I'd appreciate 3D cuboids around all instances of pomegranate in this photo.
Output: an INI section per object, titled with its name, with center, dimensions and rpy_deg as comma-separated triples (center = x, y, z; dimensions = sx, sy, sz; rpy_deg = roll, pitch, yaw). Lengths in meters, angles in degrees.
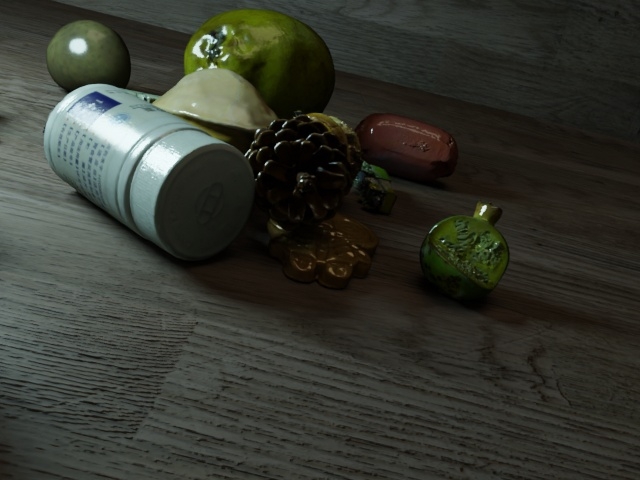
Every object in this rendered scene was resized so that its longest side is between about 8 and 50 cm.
[pomegranate]
center = 0.242, 0.021, 1.103
dimensions = 0.143, 0.122, 0.169
rpy_deg = 23, 63, 10

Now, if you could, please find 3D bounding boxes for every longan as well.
[longan]
center = -0.591, -0.465, 1.701
dimensions = 0.220, 0.197, 0.196
rpy_deg = 22, 24, 12

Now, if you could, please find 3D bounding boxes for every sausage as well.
[sausage]
center = 0.212, -0.234, 1.667
dimensions = 0.279, 0.152, 0.152
rpy_deg = 16, 23, 5

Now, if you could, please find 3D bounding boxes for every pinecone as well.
[pinecone]
center = -0.036, -0.104, 1.079
dimensions = 0.185, 0.168, 0.212
rpy_deg = 37, 22, -20

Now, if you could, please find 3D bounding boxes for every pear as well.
[pear]
center = -0.144, -0.394, 1.609
dimensions = 0.352, 0.352, 0.413
rpy_deg = 25, 18, 26

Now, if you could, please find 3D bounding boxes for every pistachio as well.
[pistachio]
center = -0.198, -0.209, 1.256
dimensions = 0.238, 0.229, 0.321
rpy_deg = 3, 20, -38

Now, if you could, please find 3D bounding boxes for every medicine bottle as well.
[medicine bottle]
center = -0.274, -0.115, 1.050
dimensions = 0.332, 0.190, 0.190
rpy_deg = 29, 27, 34

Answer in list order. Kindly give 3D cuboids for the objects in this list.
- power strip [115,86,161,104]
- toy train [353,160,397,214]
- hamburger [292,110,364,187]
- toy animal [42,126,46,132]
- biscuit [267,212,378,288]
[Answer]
[power strip]
center = -0.398, -0.296, 1.539
dimensions = 0.257, 0.092, 0.251
rpy_deg = 4, 21, -31
[toy train]
center = 0.121, -0.118, 1.457
dimensions = 0.081, 0.060, 0.202
rpy_deg = 14, 23, -14
[hamburger]
center = 0.003, -0.174, 1.361
dimensions = 0.191, 0.182, 0.118
rpy_deg = 8, 21, 32
[toy animal]
center = -0.474, -0.215, 1.291
dimensions = 0.220, 0.108, 0.062
rpy_deg = -13, 7, 39
[biscuit]
center = 0.000, -0.001, 1.140
dimensions = 0.202, 0.044, 0.289
rpy_deg = 14, 20, 1
